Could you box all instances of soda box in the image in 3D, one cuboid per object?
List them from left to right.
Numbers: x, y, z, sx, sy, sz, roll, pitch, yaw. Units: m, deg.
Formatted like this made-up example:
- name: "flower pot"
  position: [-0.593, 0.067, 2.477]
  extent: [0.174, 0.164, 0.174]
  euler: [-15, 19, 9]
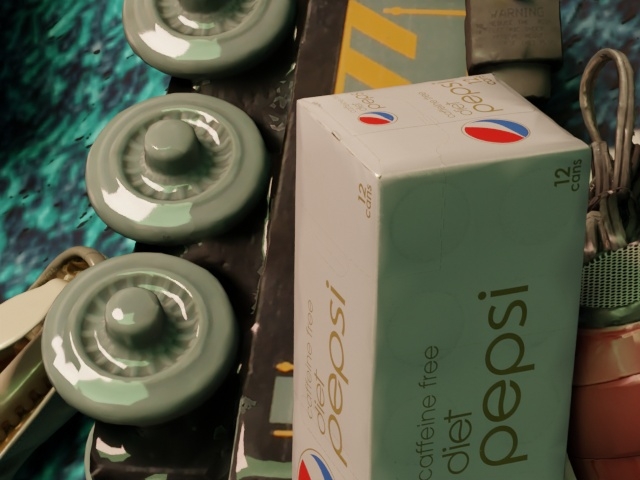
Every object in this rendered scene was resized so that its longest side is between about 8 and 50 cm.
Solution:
- name: "soda box"
  position: [0.035, 0.059, 0.638]
  extent: [0.074, 0.216, 0.069]
  euler: [-9, 27, -20]

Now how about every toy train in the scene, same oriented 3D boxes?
- name: "toy train"
  position: [0.000, 0.000, 0.825]
  extent: [0.190, 0.142, 0.334]
  euler: [3, 54, 7]

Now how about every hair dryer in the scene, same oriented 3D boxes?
- name: "hair dryer"
  position: [0.136, 0.038, 0.711]
  extent: [0.080, 0.223, 0.293]
  euler: [-16, 72, 19]

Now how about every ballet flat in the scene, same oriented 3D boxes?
- name: "ballet flat"
  position: [-0.166, 0.086, 0.885]
  extent: [0.213, 0.068, 0.072]
  euler: [-47, 51, -10]
